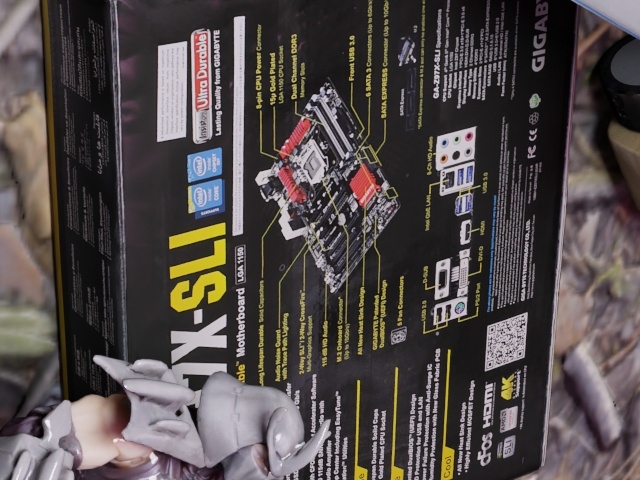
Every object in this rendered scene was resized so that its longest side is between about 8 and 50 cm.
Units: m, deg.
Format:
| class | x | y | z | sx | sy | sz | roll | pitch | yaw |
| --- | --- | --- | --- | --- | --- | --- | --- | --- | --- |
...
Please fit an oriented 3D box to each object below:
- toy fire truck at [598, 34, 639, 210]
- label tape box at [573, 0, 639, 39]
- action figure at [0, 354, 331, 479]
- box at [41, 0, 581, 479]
| class | x | y | z | sx | sy | sz | roll | pitch | yaw |
| --- | --- | --- | --- | --- | --- | --- | --- | --- | --- |
| toy fire truck | 0.295 | -0.082 | 0.984 | 0.217 | 0.246 | 0.158 | -41 | 131 | -15 |
| label tape box | 0.146 | -0.215 | 0.808 | 0.249 | 0.115 | 0.347 | -61 | 159 | -57 |
| action figure | -0.123 | 0.125 | 0.787 | 0.285 | 0.099 | 0.185 | -22 | 146 | 12 |
| box | 0.000 | 0.000 | 0.913 | 0.257 | 0.079 | 0.322 | -16 | 120 | -29 |
